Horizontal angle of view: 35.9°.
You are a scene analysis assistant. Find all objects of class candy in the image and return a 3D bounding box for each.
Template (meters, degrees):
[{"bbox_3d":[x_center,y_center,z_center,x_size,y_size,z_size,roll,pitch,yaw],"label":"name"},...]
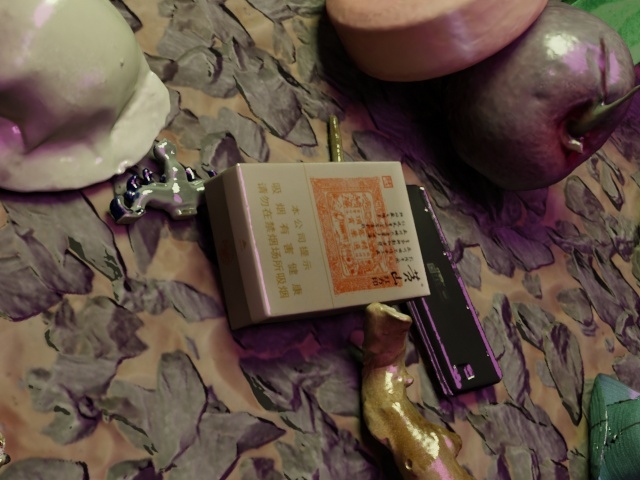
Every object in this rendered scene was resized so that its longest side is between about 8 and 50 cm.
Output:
[{"bbox_3d":[0.131,-0.280,1.064,0.094,0.255,0.255,57,36,-38],"label":"candy"}]

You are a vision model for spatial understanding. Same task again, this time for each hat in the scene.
[{"bbox_3d":[0.345,0.219,1.046,0.138,0.078,0.191,23,51,-25],"label":"hat"}]

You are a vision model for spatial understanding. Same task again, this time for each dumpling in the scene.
[{"bbox_3d":[-0.233,-0.128,0.783,0.252,0.131,0.179,39,62,-43],"label":"dumpling"}]

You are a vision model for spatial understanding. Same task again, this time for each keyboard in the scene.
[{"bbox_3d":[0.111,0.046,1.002,0.094,0.025,0.230,-5,67,-43],"label":"keyboard"}]

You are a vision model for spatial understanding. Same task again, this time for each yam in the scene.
[{"bbox_3d":[0.018,-0.083,1.015,0.014,0.014,0.107,13,57,-33],"label":"yam"}]

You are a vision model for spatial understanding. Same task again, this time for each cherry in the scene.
[{"bbox_3d":[0.235,-0.165,1.101,0.183,0.213,0.266,40,12,-39],"label":"cherry"}]

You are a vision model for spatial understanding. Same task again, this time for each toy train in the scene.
[{"bbox_3d":[0.433,-0.327,1.331,0.145,0.202,0.266,51,22,-2],"label":"toy train"}]

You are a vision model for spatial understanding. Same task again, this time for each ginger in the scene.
[{"bbox_3d":[0.095,0.192,0.865,0.089,0.075,0.288,-13,76,-18],"label":"ginger"}]

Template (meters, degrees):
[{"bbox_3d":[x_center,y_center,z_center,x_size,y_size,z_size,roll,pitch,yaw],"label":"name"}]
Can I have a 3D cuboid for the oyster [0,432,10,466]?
[{"bbox_3d":[-0.250,0.171,0.610,0.108,0.053,0.165,43,29,-48],"label":"oyster"}]

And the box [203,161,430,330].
[{"bbox_3d":[0.000,0.000,0.900,0.201,0.058,0.141,-3,77,-41],"label":"box"}]

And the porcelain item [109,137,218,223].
[{"bbox_3d":[-0.129,-0.055,0.869,0.136,0.021,0.075,-5,72,-42],"label":"porcelain item"}]
